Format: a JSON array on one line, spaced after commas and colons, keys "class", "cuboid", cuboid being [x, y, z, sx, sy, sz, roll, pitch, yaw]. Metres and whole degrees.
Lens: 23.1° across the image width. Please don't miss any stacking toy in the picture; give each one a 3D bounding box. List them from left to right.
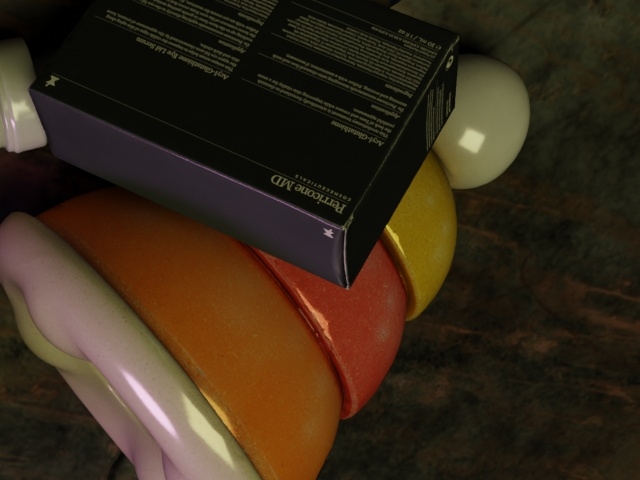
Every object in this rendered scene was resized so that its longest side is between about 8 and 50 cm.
[{"class": "stacking toy", "cuboid": [0.000, 0.000, 1.322, 0.480, 0.350, 0.351, -39, 132, -15]}]

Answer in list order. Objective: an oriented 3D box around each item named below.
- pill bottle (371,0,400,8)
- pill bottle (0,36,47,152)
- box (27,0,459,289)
[{"class": "pill bottle", "cuboid": [0.096, -0.299, 1.209, 0.264, 0.153, 0.153, -34, 130, 0]}, {"class": "pill bottle", "cuboid": [-0.320, -0.093, 1.187, 0.208, 0.117, 0.118, -14, 128, -15]}, {"class": "box", "cuboid": [-0.053, -0.106, 1.166, 0.184, 0.261, 0.103, -58, 163, -26]}]
